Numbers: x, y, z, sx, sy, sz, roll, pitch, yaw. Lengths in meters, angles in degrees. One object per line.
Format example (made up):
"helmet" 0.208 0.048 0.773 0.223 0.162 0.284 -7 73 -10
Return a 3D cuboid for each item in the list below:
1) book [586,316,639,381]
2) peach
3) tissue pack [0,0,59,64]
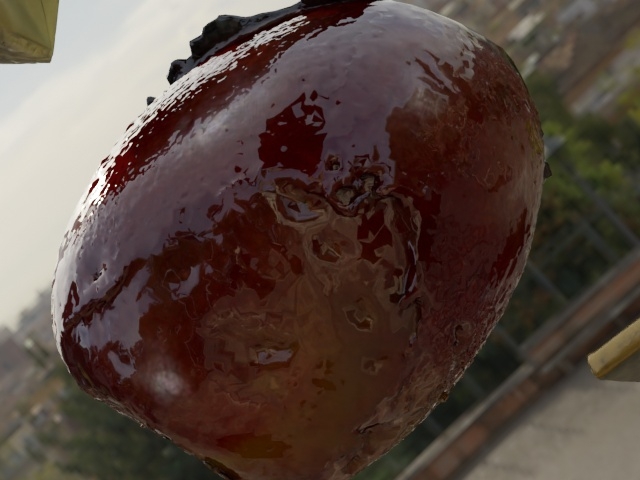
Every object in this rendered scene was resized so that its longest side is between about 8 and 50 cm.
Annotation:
"book" 0.358 -0.021 0.913 0.269 0.032 0.389 9 -41 -44
"peach" 0.000 0.000 1.354 0.416 0.339 0.353 -54 28 -12
"tissue pack" -0.380 -0.356 1.554 0.297 0.380 0.207 0 -8 22
